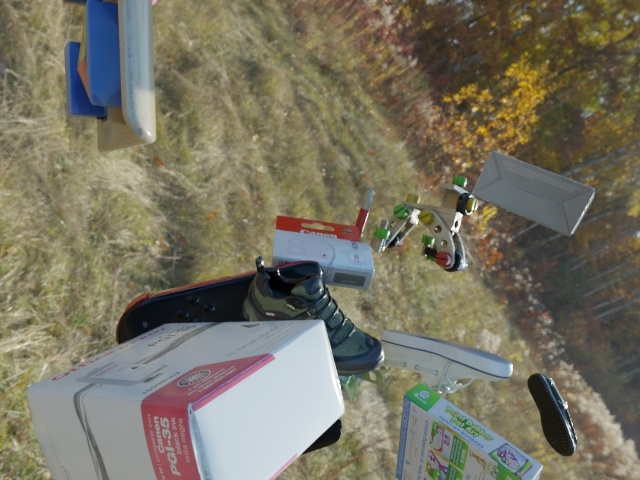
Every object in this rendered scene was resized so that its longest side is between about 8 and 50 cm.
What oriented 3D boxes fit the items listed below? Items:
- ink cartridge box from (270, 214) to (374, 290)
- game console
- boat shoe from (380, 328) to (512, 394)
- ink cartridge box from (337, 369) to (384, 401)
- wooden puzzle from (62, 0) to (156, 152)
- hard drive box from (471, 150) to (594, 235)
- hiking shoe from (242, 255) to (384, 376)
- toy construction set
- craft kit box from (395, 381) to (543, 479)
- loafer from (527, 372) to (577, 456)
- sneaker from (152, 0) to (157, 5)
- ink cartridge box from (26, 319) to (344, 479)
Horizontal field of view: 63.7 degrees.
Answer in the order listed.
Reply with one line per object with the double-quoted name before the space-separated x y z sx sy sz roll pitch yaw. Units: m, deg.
"ink cartridge box" 0.000 0.000 1.023 0.189 0.066 0.232 8 36 -7
"game console" -0.140 0.240 0.890 0.060 0.342 0.386 -125 -153 -66
"boat shoe" 0.303 0.337 1.326 0.136 0.367 0.156 13 85 -51
"ink cartridge box" 0.032 0.300 1.151 0.062 0.210 0.109 -61 154 -29
"wooden puzzle" -0.273 -0.277 0.639 0.348 0.081 0.321 13 -75 62
"hard drive box" 0.409 -0.087 0.977 0.181 0.089 0.232 29 15 25
"hiking shoe" -0.009 0.109 0.738 0.227 0.114 0.086 24 40 12
"toy construction set" 0.250 -0.071 1.320 0.309 0.237 0.257 13 8 -25
"craft kit box" 0.254 0.422 0.940 0.247 0.061 0.249 32 -46 40
"loafer" 0.642 0.464 1.393 0.079 0.080 0.219 2 62 -27
"sneaker" -0.298 -0.503 0.894 0.072 0.178 0.077 18 7 10
"ink cartridge box" -0.150 0.177 0.571 0.207 0.283 0.117 -23 103 -54
